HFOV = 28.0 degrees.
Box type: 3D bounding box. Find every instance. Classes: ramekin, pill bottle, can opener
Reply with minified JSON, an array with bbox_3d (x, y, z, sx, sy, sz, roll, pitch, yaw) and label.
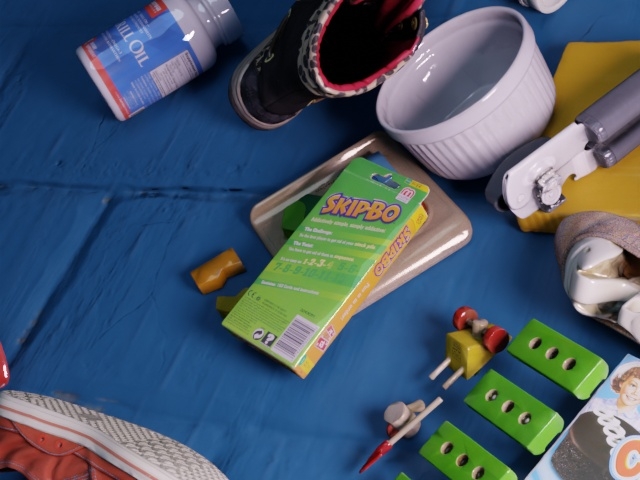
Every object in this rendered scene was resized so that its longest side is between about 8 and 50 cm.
[{"bbox_3d":[0.180,-0.167,1.521,0.207,0.109,0.207,-29,34,22],"label":"ramekin"},{"bbox_3d":[-0.226,-0.277,1.833,0.221,0.124,0.124,-33,44,-6],"label":"pill bottle"},{"bbox_3d":[0.303,-0.126,1.415,0.280,0.074,0.093,-34,42,-5],"label":"can opener"}]

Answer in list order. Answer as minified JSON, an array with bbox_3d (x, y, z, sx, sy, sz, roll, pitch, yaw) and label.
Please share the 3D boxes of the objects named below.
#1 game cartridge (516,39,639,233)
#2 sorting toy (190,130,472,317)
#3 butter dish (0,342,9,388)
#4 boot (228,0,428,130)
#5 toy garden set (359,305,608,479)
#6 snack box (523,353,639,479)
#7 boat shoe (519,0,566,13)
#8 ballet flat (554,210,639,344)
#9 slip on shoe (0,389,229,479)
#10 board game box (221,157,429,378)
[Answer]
[{"bbox_3d":[0.398,-0.116,1.448,0.323,0.053,0.285,4,52,32],"label":"game cartridge"},{"bbox_3d":[0.000,0.000,1.530,0.307,0.041,0.229,-32,44,-5],"label":"sorting toy"},{"bbox_3d":[-0.462,0.125,1.592,0.160,0.118,0.160,-21,88,8],"label":"butter dish"},{"bbox_3d":[0.057,-0.299,1.623,0.377,0.138,0.284,-47,15,-14],"label":"boot"},{"bbox_3d":[0.148,0.184,1.276,0.244,0.049,0.204,-48,34,-6],"label":"toy garden set"},{"bbox_3d":[0.353,0.243,1.126,0.322,0.060,0.187,27,64,40],"label":"snack box"},{"bbox_3d":[0.348,-0.440,1.718,0.099,0.116,0.319,28,71,36],"label":"boat shoe"},{"bbox_3d":[0.313,0.054,1.258,0.106,0.108,0.316,-8,25,-33],"label":"ballet flat"},{"bbox_3d":[-0.226,0.250,1.375,0.331,0.123,0.101,14,90,29],"label":"slip on shoe"},{"bbox_3d":[0.011,0.025,1.461,0.124,0.039,0.259,27,75,39],"label":"board game box"}]
